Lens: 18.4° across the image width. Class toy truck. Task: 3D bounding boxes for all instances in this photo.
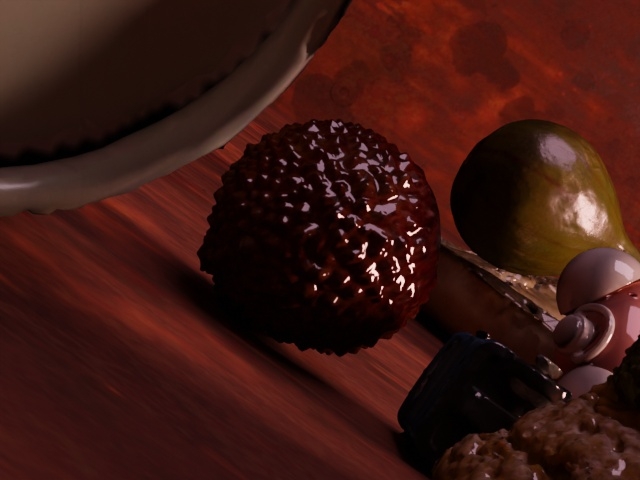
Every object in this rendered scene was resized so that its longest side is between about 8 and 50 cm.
[{"bbox_3d":[0.134,0.119,0.963,0.201,0.074,0.088,35,0,-12],"label":"toy truck"}]

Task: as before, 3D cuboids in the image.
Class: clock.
[{"bbox_3d":[0.232,0.094,1.390,0.162,0.092,0.166,29,51,-26],"label":"clock"}]

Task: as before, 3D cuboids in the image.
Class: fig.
[{"bbox_3d":[0.208,0.003,1.516,0.236,0.124,0.124,39,5,5],"label":"fig"}]

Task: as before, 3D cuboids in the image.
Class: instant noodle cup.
[{"bbox_3d":[-0.133,-0.186,0.783,0.340,0.340,0.266,30,16,-47],"label":"instant noodle cup"}]

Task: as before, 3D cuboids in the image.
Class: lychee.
[{"bbox_3d":[-0.001,-0.003,0.978,0.129,0.123,0.123,16,19,-50],"label":"lychee"}]

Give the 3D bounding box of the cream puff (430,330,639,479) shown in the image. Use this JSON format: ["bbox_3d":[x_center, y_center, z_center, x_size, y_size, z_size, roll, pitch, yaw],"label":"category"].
[{"bbox_3d":[0.149,0.095,0.752,0.183,0.169,0.183,37,6,-4],"label":"cream puff"}]

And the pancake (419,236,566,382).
[{"bbox_3d":[0.206,0.090,1.631,0.387,0.082,0.387,30,9,-6],"label":"pancake"}]
